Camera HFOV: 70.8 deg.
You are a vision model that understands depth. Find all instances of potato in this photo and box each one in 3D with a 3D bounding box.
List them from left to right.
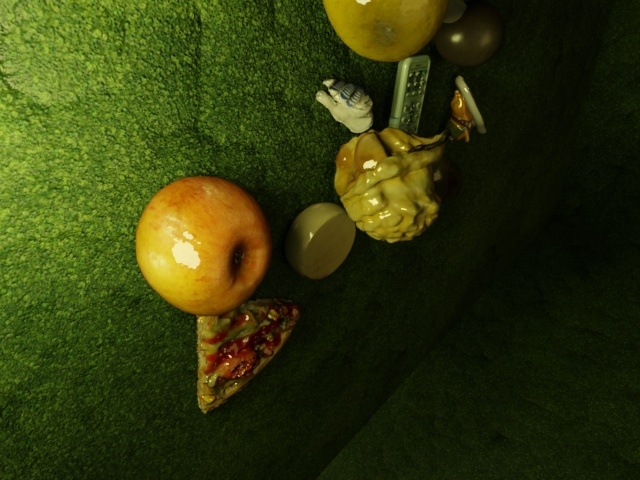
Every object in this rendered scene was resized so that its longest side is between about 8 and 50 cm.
[{"bbox_3d":[0.410,-0.224,1.653,0.307,0.173,0.210,9,108,-49],"label":"potato"}]

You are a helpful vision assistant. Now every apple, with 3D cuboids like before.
[{"bbox_3d":[-0.244,0.012,0.986,0.299,0.275,0.299,-26,128,-38],"label":"apple"}]

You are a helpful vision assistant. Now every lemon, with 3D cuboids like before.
[{"bbox_3d":[0.144,-0.554,0.998,0.297,0.297,0.297,-30,136,-33],"label":"lemon"}]

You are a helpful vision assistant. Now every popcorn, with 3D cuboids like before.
[{"bbox_3d":[0.222,-0.181,1.304,0.349,0.349,0.381,3,141,-50],"label":"popcorn"}]

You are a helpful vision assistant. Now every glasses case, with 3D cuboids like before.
[{"bbox_3d":[0.284,-0.695,1.202,0.083,0.128,0.308,-42,151,24],"label":"glasses case"}]

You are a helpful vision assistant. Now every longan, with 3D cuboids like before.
[{"bbox_3d":[0.458,-0.630,1.384,0.220,0.196,0.197,-27,135,-31],"label":"longan"}]

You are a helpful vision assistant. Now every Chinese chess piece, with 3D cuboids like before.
[{"bbox_3d":[0.000,0.000,1.407,0.250,0.097,0.251,-31,138,-32],"label":"Chinese chess piece"}]

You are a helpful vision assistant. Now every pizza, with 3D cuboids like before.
[{"bbox_3d":[-0.252,0.304,1.320,0.440,0.130,0.406,-47,146,-13],"label":"pizza"}]

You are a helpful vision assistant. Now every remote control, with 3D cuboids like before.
[{"bbox_3d":[0.266,-0.413,1.431,0.128,0.065,0.335,-23,132,-36],"label":"remote control"}]

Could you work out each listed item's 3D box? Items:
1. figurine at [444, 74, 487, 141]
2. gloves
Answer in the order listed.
[{"bbox_3d":[0.502,-0.466,1.661,0.141,0.167,0.250,-27,120,19],"label":"figurine"},{"bbox_3d":[0.071,-0.370,1.214,0.119,0.097,0.229,-17,162,22],"label":"gloves"}]
